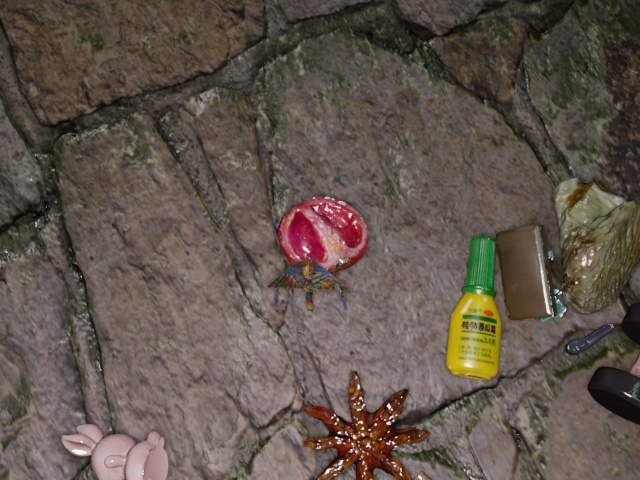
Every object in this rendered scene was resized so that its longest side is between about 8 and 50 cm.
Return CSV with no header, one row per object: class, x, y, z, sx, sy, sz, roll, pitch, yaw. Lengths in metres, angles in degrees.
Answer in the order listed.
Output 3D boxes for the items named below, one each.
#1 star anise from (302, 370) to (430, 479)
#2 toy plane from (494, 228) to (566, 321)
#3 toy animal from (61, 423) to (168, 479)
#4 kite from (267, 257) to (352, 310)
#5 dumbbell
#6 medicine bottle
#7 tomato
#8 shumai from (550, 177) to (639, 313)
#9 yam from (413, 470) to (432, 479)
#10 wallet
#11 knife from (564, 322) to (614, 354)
star anise,0.079,0.405,1.420,0.289,0.088,0.288,0,73,1
toy plane,0.474,0.060,1.545,0.096,0.060,0.235,-30,72,12
toy animal,-0.409,0.435,1.400,0.213,0.124,0.124,6,72,23
kite,-0.024,0.095,1.483,0.183,0.160,0.010,3,41,4
dumbbell,0.665,0.252,1.442,0.153,0.152,0.218,32,75,8
medicine bottle,0.336,0.142,1.510,0.111,0.076,0.308,11,72,-5
tomato,0.000,0.000,1.535,0.189,0.099,0.173,-22,70,-19
shumai,0.567,0.011,1.524,0.204,0.222,0.271,28,79,44
yam,0.250,0.523,1.414,0.145,0.032,0.032,43,77,12
wallet,0.443,0.071,1.515,0.110,0.031,0.197,-13,78,37
knife,0.583,0.212,1.522,0.121,0.018,0.031,-28,77,-11
